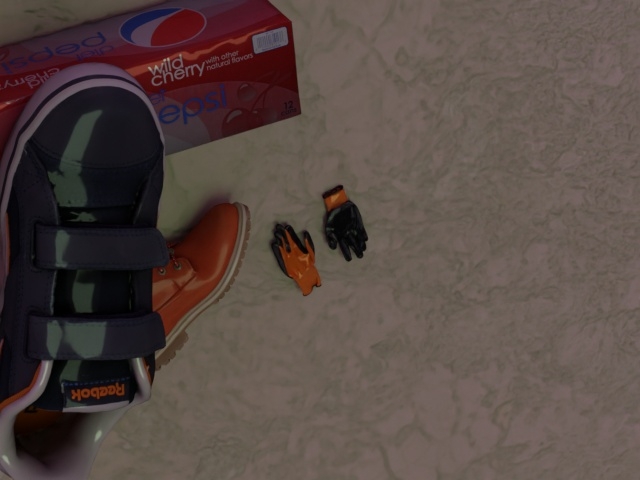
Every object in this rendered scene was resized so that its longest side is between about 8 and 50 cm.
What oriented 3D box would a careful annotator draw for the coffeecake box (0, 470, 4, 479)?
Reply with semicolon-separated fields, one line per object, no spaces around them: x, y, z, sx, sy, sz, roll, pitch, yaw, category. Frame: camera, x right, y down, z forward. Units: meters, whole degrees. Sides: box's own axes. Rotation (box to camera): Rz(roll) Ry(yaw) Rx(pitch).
-0.327;0.187;1.314;0.142;0.068;0.186;47;54;-37;coffeecake box

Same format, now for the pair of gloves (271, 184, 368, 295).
0.000;0.000;1.482;0.083;0.010;0.074;-35;125;-11;pair of gloves

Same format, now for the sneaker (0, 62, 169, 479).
-0.167;0.039;1.243;0.126;0.127;0.321;-2;123;-30;sneaker

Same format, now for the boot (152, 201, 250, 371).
-0.122;0.025;1.403;0.084;0.059;0.158;33;98;-31;boot

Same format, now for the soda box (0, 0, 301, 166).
-0.152;-0.109;1.292;0.263;0.092;0.083;-18;125;-19;soda box
